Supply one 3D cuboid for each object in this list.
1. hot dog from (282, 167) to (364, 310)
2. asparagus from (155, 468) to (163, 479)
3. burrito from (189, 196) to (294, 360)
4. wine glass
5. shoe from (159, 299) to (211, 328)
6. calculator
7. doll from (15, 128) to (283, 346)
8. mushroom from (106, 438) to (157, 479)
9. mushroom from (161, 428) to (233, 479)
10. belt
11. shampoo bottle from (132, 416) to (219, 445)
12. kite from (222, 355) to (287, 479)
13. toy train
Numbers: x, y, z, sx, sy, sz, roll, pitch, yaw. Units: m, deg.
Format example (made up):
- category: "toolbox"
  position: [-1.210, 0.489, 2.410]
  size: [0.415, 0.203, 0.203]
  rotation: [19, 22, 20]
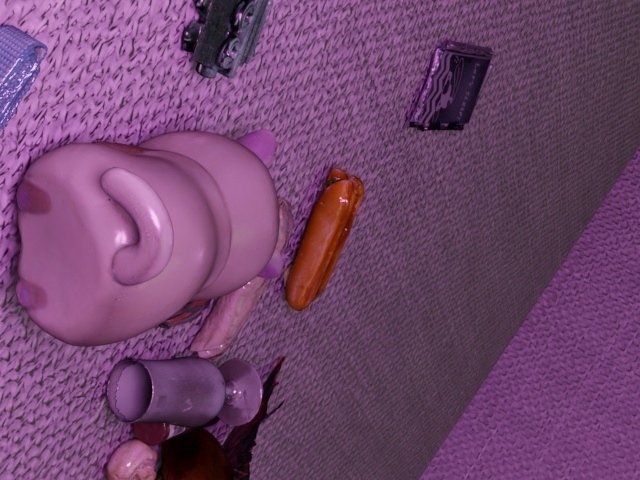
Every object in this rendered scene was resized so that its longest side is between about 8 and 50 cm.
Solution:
- category: "hot dog"
  position: [0.000, 0.000, 1.883]
  size: [0.249, 0.068, 0.100]
  rotation: [-67, 169, 24]
- category: "asparagus"
  position: [-0.311, 0.440, 1.834]
  size: [0.233, 0.022, 0.023]
  rotation: [-47, 169, -30]
- category: "burrito"
  position: [-0.111, 0.063, 1.739]
  size: [0.275, 0.059, 0.082]
  rotation: [-61, 162, 6]
- category: "wine glass"
  position: [-0.190, 0.213, 1.662]
  size: [0.231, 0.103, 0.103]
  rotation: [13, 106, -54]
- category: "shoe"
  position: [-0.206, 0.088, 1.564]
  size: [0.194, 0.074, 0.077]
  rotation: [-19, 140, -60]
- category: "calculator"
  position: [0.240, -0.273, 2.105]
  size: [0.274, 0.028, 0.165]
  rotation: [-10, 124, -64]
- category: "doll"
  position: [-0.188, -0.012, 1.308]
  size: [0.370, 0.226, 0.214]
  rotation: [-26, 111, -68]
- category: "mushroom"
  position: [-0.273, 0.331, 1.719]
  size: [0.084, 0.067, 0.083]
  rotation: [-37, 146, -31]
- category: "mushroom"
  position: [-0.245, 0.394, 1.805]
  size: [0.218, 0.148, 0.227]
  rotation: [-33, -168, 10]
- category: "belt"
  position: [-0.324, -0.123, 1.075]
  size: [0.179, 0.065, 0.100]
  rotation: [-58, 166, -8]
- category: "shampoo bottle"
  position: [-0.192, 0.252, 1.798]
  size: [0.068, 0.067, 0.236]
  rotation: [-57, 160, 21]
- category: "kite"
  position: [-0.126, 0.327, 1.977]
  size: [0.234, 0.016, 0.321]
  rotation: [-46, -166, 32]
- category: "toy train"
  position: [-0.095, -0.269, 1.360]
  size: [0.111, 0.071, 0.170]
  rotation: [-25, 140, -65]
